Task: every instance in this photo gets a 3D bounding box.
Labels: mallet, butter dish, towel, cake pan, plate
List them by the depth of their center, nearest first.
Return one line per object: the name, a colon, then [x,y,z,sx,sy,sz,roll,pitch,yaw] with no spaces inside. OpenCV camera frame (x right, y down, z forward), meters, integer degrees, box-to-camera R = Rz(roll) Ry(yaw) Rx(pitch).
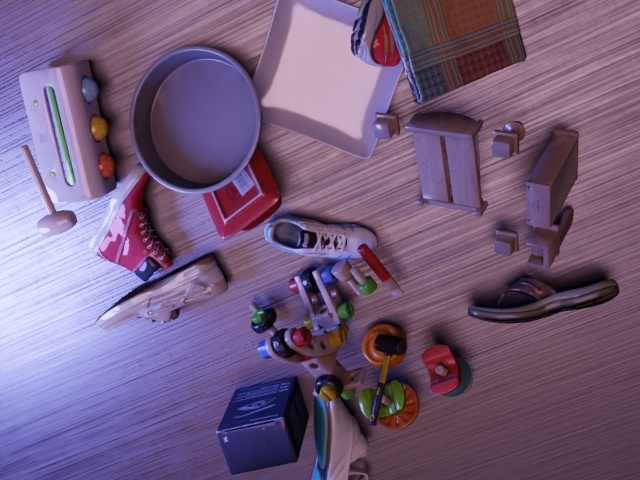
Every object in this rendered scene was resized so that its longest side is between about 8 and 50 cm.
towel: [0.228,-0.467,1.607,0.272,0.040,0.370,-25,105,-19]
plate: [0.016,-0.334,1.739,0.277,0.045,0.277,20,108,1]
cake pan: [-0.243,-0.239,1.757,0.293,0.054,0.293,1,94,20]
butter dish: [-0.143,-0.088,1.804,0.160,0.118,0.160,-37,58,17]
mallet: [0.136,0.287,1.811,0.062,0.039,0.189,-1,74,35]

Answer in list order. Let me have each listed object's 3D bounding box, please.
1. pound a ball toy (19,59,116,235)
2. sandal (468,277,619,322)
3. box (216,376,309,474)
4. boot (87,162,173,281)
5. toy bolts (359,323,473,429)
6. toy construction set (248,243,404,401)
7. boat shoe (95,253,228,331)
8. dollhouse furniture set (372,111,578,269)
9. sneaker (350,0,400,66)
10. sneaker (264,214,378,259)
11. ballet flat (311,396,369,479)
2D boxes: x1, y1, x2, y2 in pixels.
pound a ball toy: [-0.500,-0.190,1.765,0.136,0.208,0.319,-7,105,10]
sandal: [0.451,0.113,1.800,0.303,0.120,0.086,-14,77,10]
box: [-0.120,0.396,1.896,0.153,0.207,0.108,-14,105,11]
boot: [-0.368,-0.033,1.863,0.176,0.088,0.244,30,116,-3]
toy bolts: [0.211,0.285,1.886,0.229,0.158,0.218,-17,64,22]
toy construction set: [0.039,0.184,1.811,0.309,0.257,0.237,-36,111,11]
boat shoe: [-0.344,0.135,1.901,0.302,0.109,0.098,-27,101,9]
dollhouse furniture set: [0.313,-0.137,1.752,0.356,0.173,0.303,14,137,29]
sneaker: [0.143,-0.456,1.644,0.118,0.107,0.278,18,89,-17]
sneaker: [0.000,0.000,1.824,0.237,0.086,0.085,8,106,4]
ballet flat: [0.044,0.497,1.963,0.139,0.139,0.400,6,112,5]
